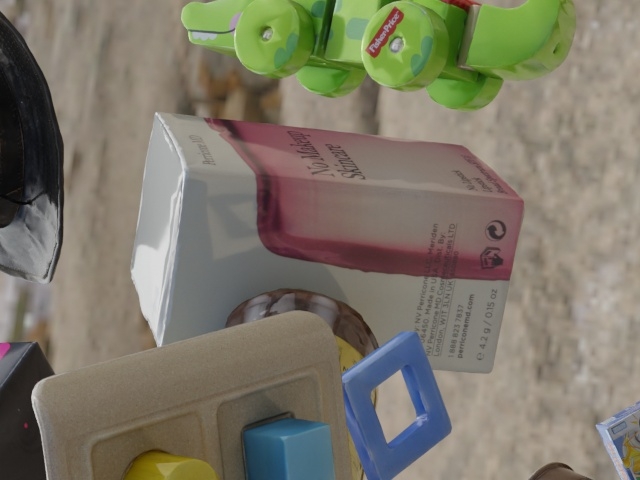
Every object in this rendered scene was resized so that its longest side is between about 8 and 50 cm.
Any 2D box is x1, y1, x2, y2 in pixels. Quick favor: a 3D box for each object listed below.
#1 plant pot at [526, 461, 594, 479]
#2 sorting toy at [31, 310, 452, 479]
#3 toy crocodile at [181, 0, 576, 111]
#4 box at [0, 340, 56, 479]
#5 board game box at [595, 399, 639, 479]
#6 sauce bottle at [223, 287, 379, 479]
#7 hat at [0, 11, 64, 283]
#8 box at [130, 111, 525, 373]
[{"bbox_3d":[0.300,0.337,1.908,0.165,0.167,0.167,14,98,37],"label":"plant pot"},{"bbox_3d":[-0.042,0.144,0.854,0.047,0.347,0.196,-4,97,47],"label":"sorting toy"},{"bbox_3d":[0.038,-0.167,1.417,0.340,0.115,0.105,9,88,37],"label":"toy crocodile"},{"bbox_3d":[-0.278,0.239,1.551,0.165,0.143,0.270,-60,-45,-44],"label":"box"},{"bbox_3d":[0.439,0.231,2.118,0.136,0.201,0.035,64,167,-7],"label":"board game box"},{"bbox_3d":[-0.040,0.178,1.014,0.344,0.111,0.111,-74,3,-47],"label":"sauce bottle"},{"bbox_3d":[-0.365,-0.084,1.723,0.331,0.134,0.331,36,138,40],"label":"hat"},{"bbox_3d":[0.000,0.000,1.221,0.148,0.232,0.127,-125,43,-67],"label":"box"}]
